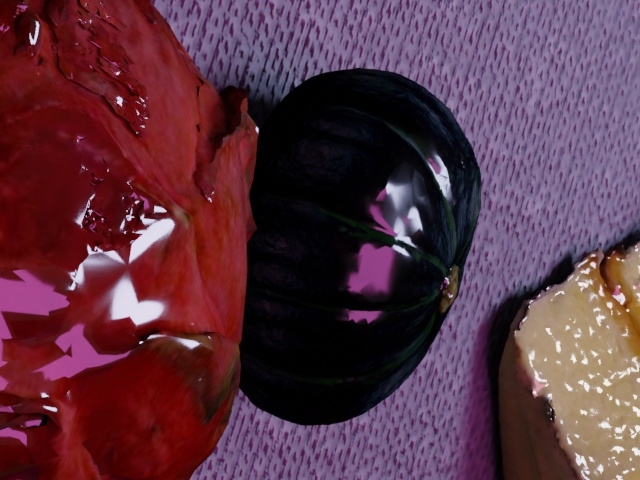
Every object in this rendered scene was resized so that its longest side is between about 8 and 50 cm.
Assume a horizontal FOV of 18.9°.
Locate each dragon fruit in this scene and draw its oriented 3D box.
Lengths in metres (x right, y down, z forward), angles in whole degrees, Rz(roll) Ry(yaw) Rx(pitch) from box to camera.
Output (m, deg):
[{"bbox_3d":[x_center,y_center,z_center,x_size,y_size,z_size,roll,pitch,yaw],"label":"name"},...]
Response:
[{"bbox_3d":[-0.164,0.019,0.754,0.296,0.296,0.301,31,75,-47],"label":"dragon fruit"}]

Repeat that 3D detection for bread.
[{"bbox_3d":[0.233,0.097,1.309,0.240,0.135,0.178,-28,121,-36],"label":"bread"}]

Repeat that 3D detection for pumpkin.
[{"bbox_3d":[0.013,0.004,1.036,0.194,0.150,0.194,-27,131,-36],"label":"pumpkin"}]
